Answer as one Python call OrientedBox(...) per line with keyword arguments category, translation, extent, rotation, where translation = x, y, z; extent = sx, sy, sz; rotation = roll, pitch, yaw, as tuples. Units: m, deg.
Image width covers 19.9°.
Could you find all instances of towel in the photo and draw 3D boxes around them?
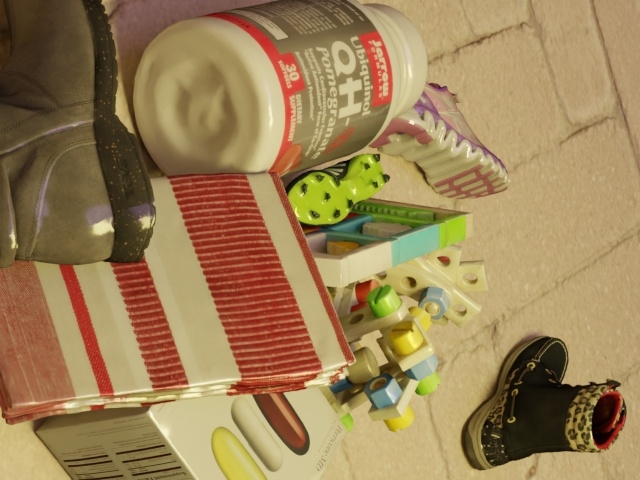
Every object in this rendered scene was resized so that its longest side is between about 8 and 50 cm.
OrientedBox(category="towel", translation=(-0.152, 0.041, 1.616), extent=(0.329, 0.037, 0.237), rotation=(-4, 55, -28))

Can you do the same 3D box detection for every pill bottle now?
OrientedBox(category="pill bottle", translation=(-0.028, -0.161, 1.879), extent=(0.318, 0.176, 0.176), rotation=(-22, 98, -52))

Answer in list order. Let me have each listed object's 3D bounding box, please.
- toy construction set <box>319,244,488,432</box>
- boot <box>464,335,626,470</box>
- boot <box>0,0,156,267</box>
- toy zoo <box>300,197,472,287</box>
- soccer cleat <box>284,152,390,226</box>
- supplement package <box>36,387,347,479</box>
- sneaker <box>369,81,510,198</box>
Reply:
OrientedBox(category="toy construction set", translation=(0.052, 0.080, 1.867), extent=(0.151, 0.215, 0.328), rotation=(65, 24, -11))
OrientedBox(category="boot", translation=(0.295, 0.189, 2.197), extent=(0.236, 0.178, 0.085), rotation=(-47, 117, -46))
OrientedBox(category="boot", translation=(-0.288, -0.118, 1.579), extent=(0.222, 0.118, 0.338), rotation=(-6, 56, -26))
OrientedBox(category="toy zoo", translation=(0.000, 0.000, 1.862), extent=(0.293, 0.192, 0.030), rotation=(-18, 112, -52))
OrientedBox(category="soccer cleat", translation=(0.004, -0.047, 1.891), extent=(0.179, 0.072, 0.060), rotation=(-26, 96, -55))
OrientedBox(category="supplement package", translation=(-0.115, 0.177, 1.706), extent=(0.203, 0.149, 0.194), rotation=(56, 43, -25))
OrientedBox(category="sneaker", translation=(0.144, -0.129, 2.166), extent=(0.236, 0.095, 0.105), rotation=(32, 49, -42))
